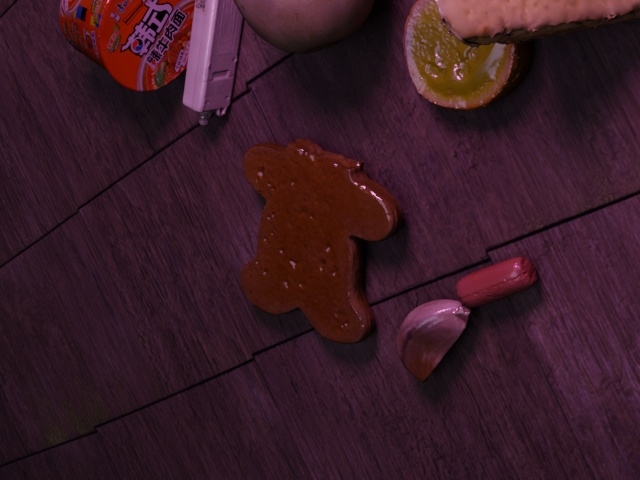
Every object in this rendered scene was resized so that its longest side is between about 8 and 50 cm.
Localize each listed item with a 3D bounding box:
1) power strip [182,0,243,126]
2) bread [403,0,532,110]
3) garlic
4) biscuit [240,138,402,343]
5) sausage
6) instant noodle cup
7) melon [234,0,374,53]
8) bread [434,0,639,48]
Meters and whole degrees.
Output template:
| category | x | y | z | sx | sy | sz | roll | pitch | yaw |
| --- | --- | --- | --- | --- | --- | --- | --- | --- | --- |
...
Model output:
| category | x | y | z | sx | sy | sz | roll | pitch | yaw |
| --- | --- | --- | --- | --- | --- | --- | --- | --- | --- |
| power strip | -0.209 | -0.387 | 2.022 | 0.058 | 0.098 | 0.338 | 27 | 120 | 29 |
| bread | 0.245 | -0.330 | 1.705 | 0.236 | 0.070 | 0.236 | 14 | 113 | 36 |
| garlic | 0.203 | 0.171 | 1.909 | 0.101 | 0.087 | 0.195 | 34 | 122 | 8 |
| biscuit | 0.000 | 0.000 | 2.016 | 0.368 | 0.076 | 0.394 | 20 | 120 | 32 |
| sausage | 0.308 | 0.075 | 1.802 | 0.154 | 0.062 | 0.062 | -26 | 89 | 42 |
| instant noodle cup | -0.393 | -0.446 | 2.069 | 0.192 | 0.250 | 0.250 | 28 | 122 | 39 |
| melon | -0.036 | -0.488 | 1.742 | 0.268 | 0.268 | 0.330 | -17 | 89 | 41 |
| bread | 0.326 | -0.413 | 1.466 | 0.279 | 0.315 | 0.248 | -8 | 102 | 32 |
